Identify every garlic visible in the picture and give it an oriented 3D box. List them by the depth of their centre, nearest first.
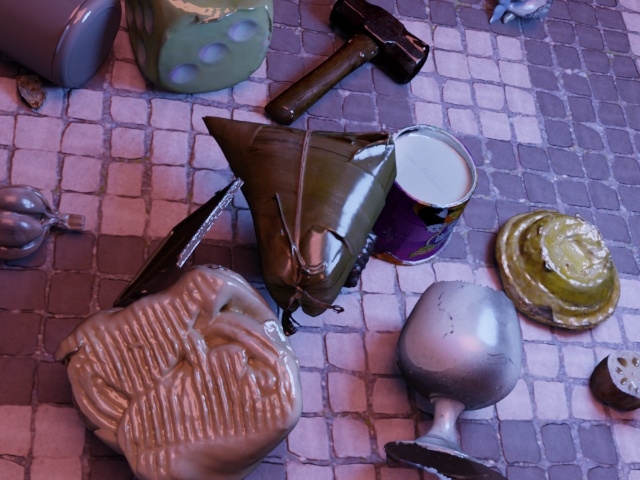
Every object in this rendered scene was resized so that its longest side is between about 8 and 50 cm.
[{"bbox_3d":[-0.508,-0.029,1.546,0.194,0.127,0.131,12,99,-30],"label":"garlic"}]

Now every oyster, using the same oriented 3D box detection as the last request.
[{"bbox_3d":[-0.562,-0.288,1.729,0.054,0.019,0.083,-13,64,-27],"label":"oyster"}]

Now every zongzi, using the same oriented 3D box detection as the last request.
[{"bbox_3d":[-0.097,-0.028,1.510,0.418,0.181,0.447,15,55,16],"label":"zongzi"}]

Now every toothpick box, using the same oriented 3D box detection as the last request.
[{"bbox_3d":[-0.574,-0.446,1.717,0.316,0.229,0.229,30,56,2],"label":"toothpick box"}]

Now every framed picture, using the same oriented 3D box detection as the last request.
[{"bbox_3d":[-0.248,0.009,1.511,0.019,0.281,0.209,42,56,-14],"label":"framed picture"}]

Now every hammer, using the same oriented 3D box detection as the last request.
[{"bbox_3d":[0.039,-0.379,1.947,0.242,0.095,0.409,42,59,8],"label":"hammer"}]

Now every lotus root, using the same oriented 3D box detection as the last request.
[{"bbox_3d":[0.604,0.277,1.757,0.122,0.081,0.112,24,54,-4],"label":"lotus root"}]

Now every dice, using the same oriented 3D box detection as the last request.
[{"bbox_3d":[-0.248,-0.464,1.800,0.252,0.250,0.254,-11,65,-23],"label":"dice"}]

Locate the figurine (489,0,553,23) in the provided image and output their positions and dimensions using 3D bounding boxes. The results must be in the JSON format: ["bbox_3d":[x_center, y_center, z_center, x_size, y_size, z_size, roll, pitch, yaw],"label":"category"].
[{"bbox_3d":[0.501,-0.628,2.229,0.208,0.128,0.184,-35,74,-27],"label":"figurine"}]

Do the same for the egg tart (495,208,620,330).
[{"bbox_3d":[0.504,0.048,1.840,0.290,0.115,0.290,7,60,-13],"label":"egg tart"}]

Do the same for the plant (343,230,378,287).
[{"bbox_3d":[0.000,0.000,1.678,0.203,0.142,0.131,28,63,13],"label":"plant"}]

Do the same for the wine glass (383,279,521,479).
[{"bbox_3d":[0.240,0.246,1.568,0.238,0.238,0.323,19,67,-8],"label":"wine glass"}]

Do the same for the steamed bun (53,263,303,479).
[{"bbox_3d":[-0.208,0.215,1.419,0.394,0.237,0.347,17,79,8],"label":"steamed bun"}]

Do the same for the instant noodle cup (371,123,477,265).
[{"bbox_3d":[0.186,-0.102,1.770,0.251,0.190,0.251,8,59,-14],"label":"instant noodle cup"}]
